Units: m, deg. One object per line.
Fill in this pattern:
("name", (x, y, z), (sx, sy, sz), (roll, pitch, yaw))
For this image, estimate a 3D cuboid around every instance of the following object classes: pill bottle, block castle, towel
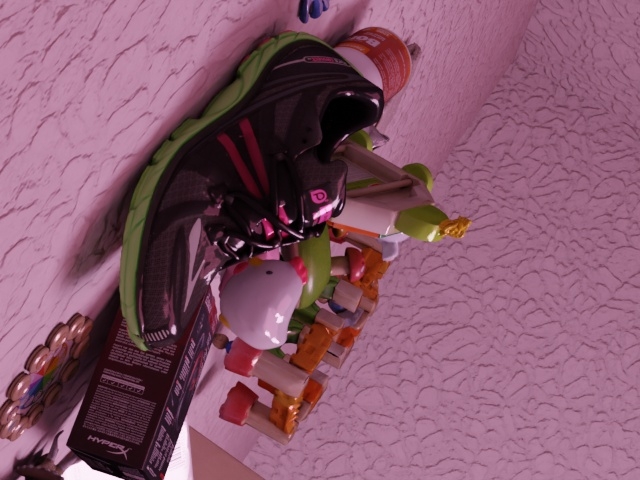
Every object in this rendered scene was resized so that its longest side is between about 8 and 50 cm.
("pill bottle", (0.054, -0.253, 1.890), (0.216, 0.121, 0.121), (-45, 164, -57))
("block castle", (-0.045, 0.163, 2.480), (0.453, 0.213, 0.303), (-55, 167, -33))
("towel", (0.122, -0.258, 2.393), (0.282, 0.049, 0.187), (-58, 176, -48))

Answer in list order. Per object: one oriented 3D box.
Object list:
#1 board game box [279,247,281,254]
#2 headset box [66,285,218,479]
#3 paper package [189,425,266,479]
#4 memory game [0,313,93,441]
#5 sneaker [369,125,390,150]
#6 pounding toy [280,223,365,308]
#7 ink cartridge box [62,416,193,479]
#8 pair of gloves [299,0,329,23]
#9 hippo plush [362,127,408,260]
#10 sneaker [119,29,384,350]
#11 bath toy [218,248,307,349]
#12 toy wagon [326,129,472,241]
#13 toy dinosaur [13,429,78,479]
("board game box", (-0.085, -0.011, 2.098), (0.136, 0.030, 0.260), (-61, 161, 1))
("headset box", (-0.230, 0.176, 1.658), (0.218, 0.110, 0.293), (94, 14, -72))
("paper package", (-0.245, 0.534, 2.223), (0.309, 0.325, 0.168), (-50, 173, -48))
("memory game", (-0.341, 0.171, 1.509), (0.186, 0.012, 0.186), (-56, 170, -14))
("sneaker", (0.025, -0.104, 2.244), (0.281, 0.115, 0.105), (-61, 171, 16))
("pounding toy", (0.000, 0.000, 1.798), (0.237, 0.110, 0.182), (-132, -144, -76))
("ink cartridge box", (-0.321, 0.439, 1.945), (0.261, 0.066, 0.296), (-19, 116, -39))
("pair of gloves", (0.028, -0.384, 1.636), (0.198, 0.023, 0.159), (-58, 171, -9))
("hippo plush", (0.074, -0.108, 1.990), (0.294, 0.237, 0.234), (-9, 118, -68))
("sneaker", (-0.080, -0.065, 1.484), (0.482, 0.202, 0.185), (-56, 161, -24))
("bath toy", (-0.090, 0.030, 1.667), (0.129, 0.151, 0.348), (-48, -163, 7))
("toy wagon", (0.054, -0.075, 1.716), (0.267, 0.344, 0.068), (-14, 131, -53))
("toy dinosaur", (-0.363, 0.409, 1.585), (0.160, 0.313, 0.121), (-37, 146, 9))
